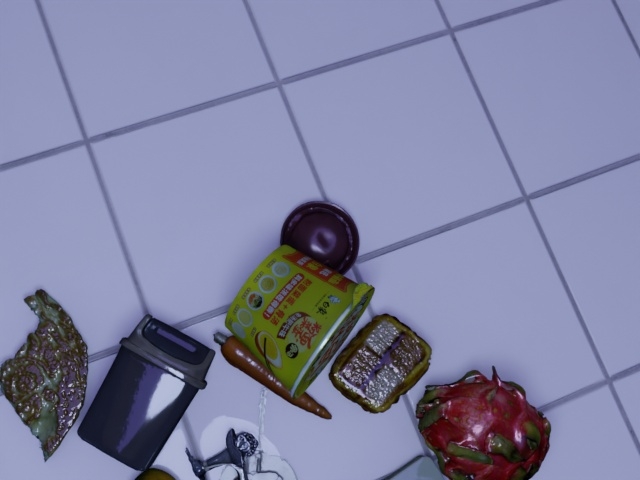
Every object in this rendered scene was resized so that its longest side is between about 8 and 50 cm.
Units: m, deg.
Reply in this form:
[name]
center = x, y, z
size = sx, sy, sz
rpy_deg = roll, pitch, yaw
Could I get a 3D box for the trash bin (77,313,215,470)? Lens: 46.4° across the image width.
[trash bin]
center = -0.373, 0.326, 1.613
size = 0.209, 0.182, 0.290
rpy_deg = 29, 80, -3

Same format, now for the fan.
[fan]
center = -0.137, 0.501, 1.689
size = 0.190, 0.009, 0.329
rpy_deg = 2, 79, -5

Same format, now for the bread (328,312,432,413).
[bread]
center = 0.140, 0.291, 1.739
size = 0.181, 0.096, 0.222
rpy_deg = 42, 75, 6

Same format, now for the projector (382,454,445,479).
[projector]
center = 0.201, 0.656, 1.666
size = 0.257, 0.079, 0.259
rpy_deg = -30, 83, -14

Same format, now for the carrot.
[carrot]
center = -0.112, 0.316, 1.718
size = 0.336, 0.069, 0.069
rpy_deg = 38, 74, -5

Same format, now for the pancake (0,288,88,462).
[pancake]
center = -0.614, 0.296, 1.650
size = 0.197, 0.054, 0.377
rpy_deg = 1, 75, -10

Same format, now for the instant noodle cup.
[instant noodle cup]
center = -0.053, 0.162, 1.649
size = 0.221, 0.311, 0.311
rpy_deg = 35, 74, 10

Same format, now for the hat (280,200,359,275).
[hat]
center = 0.000, 0.000, 1.788
size = 0.205, 0.089, 0.205
rpy_deg = 2, 77, -8

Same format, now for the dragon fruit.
[dragon fruit]
center = 0.363, 0.424, 1.675
size = 0.302, 0.237, 0.231
rpy_deg = 12, 54, 5

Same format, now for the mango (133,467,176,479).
[mango]
center = -0.341, 0.599, 1.579
size = 0.151, 0.120, 0.221
rpy_deg = 9, 76, -12

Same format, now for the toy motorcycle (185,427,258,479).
[toy motorcycle]
center = -0.198, 0.546, 1.624
size = 0.157, 0.091, 0.263
rpy_deg = -10, 82, -3
